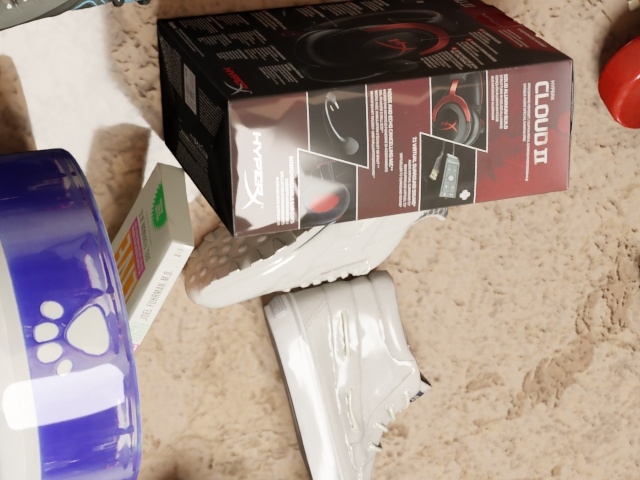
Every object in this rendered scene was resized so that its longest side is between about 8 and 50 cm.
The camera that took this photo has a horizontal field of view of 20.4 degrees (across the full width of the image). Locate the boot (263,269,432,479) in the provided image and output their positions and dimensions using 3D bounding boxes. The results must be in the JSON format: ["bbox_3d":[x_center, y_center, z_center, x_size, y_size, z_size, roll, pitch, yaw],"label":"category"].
[{"bbox_3d":[0.040,0.152,1.529,0.123,0.095,0.258,-16,114,-5],"label":"boot"}]

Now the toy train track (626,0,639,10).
[{"bbox_3d":[0.300,-0.219,1.523,0.083,0.014,0.048,-24,124,-3],"label":"toy train track"}]

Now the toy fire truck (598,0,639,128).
[{"bbox_3d":[0.388,-0.147,1.448,0.254,0.169,0.302,-15,147,-18],"label":"toy fire truck"}]

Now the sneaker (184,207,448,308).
[{"bbox_3d":[0.000,0.000,1.465,0.235,0.090,0.095,-30,127,-5],"label":"sneaker"}]

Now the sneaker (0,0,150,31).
[{"bbox_3d":[-0.174,-0.203,1.292,0.341,0.125,0.139,-17,156,5],"label":"sneaker"}]

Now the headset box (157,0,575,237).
[{"bbox_3d":[0.043,-0.107,1.359,0.293,0.218,0.110,-9,114,-17],"label":"headset box"}]

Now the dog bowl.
[{"bbox_3d":[-0.216,0.067,1.309,0.104,0.265,0.264,-11,114,-18],"label":"dog bowl"}]

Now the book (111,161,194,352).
[{"bbox_3d":[-0.139,0.024,1.389,0.035,0.096,0.144,15,126,-23],"label":"book"}]
